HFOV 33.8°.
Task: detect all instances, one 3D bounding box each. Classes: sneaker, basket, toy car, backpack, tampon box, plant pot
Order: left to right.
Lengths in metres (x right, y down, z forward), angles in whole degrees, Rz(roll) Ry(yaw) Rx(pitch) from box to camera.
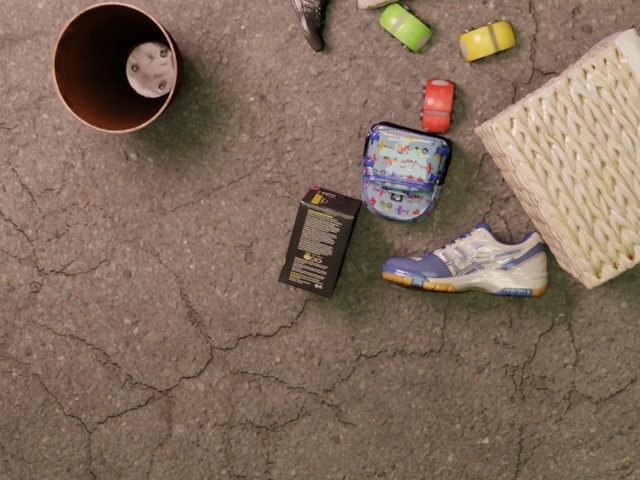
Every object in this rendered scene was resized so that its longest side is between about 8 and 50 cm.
[{"bbox_3d":[-0.328,-0.302,1.852,0.215,0.230,0.216,1,99,7],"label":"plant pot"},{"bbox_3d":[-0.004,-0.431,1.879,0.089,0.051,0.170,-22,92,15],"label":"sneaker"},{"bbox_3d":[0.000,0.000,1.899,0.101,0.120,0.161,18,108,4],"label":"tampon box"},{"bbox_3d":[0.144,-0.112,1.875,0.158,0.117,0.173,16,103,6],"label":"backpack"},{"bbox_3d":[0.198,-0.337,1.864,0.225,0.053,0.239,38,101,1],"label":"toy car"},{"bbox_3d":[0.260,0.033,1.897,0.296,0.112,0.131,3,87,1],"label":"sneaker"},{"bbox_3d":[0.452,-0.124,1.711,0.266,0.328,0.331,-33,91,6],"label":"basket"}]

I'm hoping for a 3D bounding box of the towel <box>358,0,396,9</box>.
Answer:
[{"bbox_3d":[0.168,-0.521,1.813,0.282,0.049,0.187,-11,98,26],"label":"towel"}]
